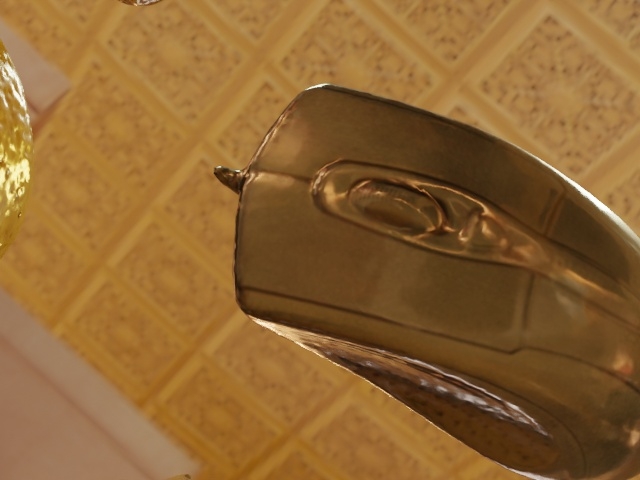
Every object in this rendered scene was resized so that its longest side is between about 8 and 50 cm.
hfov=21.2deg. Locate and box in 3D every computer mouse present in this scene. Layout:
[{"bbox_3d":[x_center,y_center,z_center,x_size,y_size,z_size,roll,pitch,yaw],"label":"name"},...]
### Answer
[{"bbox_3d":[0.105,0.025,1.098,0.371,0.188,0.122,26,-30,-15],"label":"computer mouse"}]

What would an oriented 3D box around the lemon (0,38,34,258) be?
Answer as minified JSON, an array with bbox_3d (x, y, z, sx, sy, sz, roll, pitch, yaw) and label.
[{"bbox_3d":[-0.338,-0.066,1.210,0.293,0.293,0.293,22,-43,22],"label":"lemon"}]

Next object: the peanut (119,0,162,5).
[{"bbox_3d":[-0.152,-0.233,1.387,0.089,0.089,0.193,54,-11,-16],"label":"peanut"}]

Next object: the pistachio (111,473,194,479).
[{"bbox_3d":[-0.108,0.189,0.767,0.130,0.210,0.165,37,-52,10],"label":"pistachio"}]
